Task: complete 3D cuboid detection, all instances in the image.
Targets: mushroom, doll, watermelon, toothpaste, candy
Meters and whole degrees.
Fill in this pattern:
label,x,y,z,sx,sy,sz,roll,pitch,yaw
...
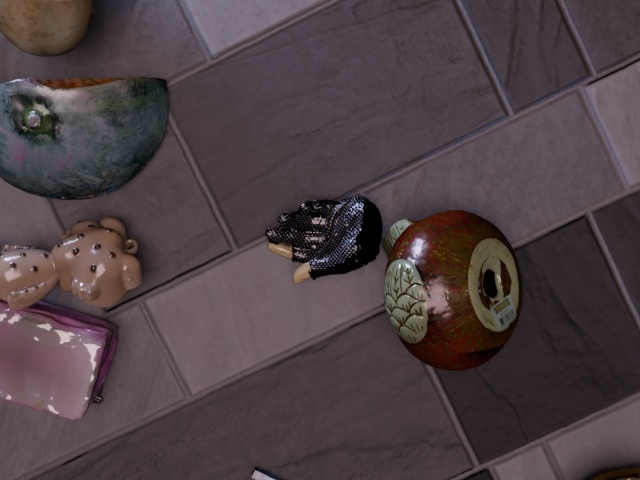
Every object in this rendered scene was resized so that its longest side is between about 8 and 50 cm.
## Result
label,x,y,z,sx,sy,sz,roll,pitch,yaw
mushroom,-0.409,-0.387,1.356,0.195,0.189,0.254,-3,64,-26
doll,-0.422,0.043,1.396,0.278,0.154,0.119,-8,138,-8
watermelon,-0.397,-0.155,1.378,0.321,0.175,0.188,-11,94,4
toothpaste,-0.076,0.406,1.496,0.083,0.020,0.017,26,91,-1
candy,-0.473,0.177,1.443,0.265,0.116,0.156,17,98,2

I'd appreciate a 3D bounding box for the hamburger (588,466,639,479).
label,x,y,z,sx,sy,sz,roll,pitch,yaw
hamburger,0.501,0.477,1.412,0.244,0.163,0.244,0,96,0

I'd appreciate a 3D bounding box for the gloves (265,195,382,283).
label,x,y,z,sx,sy,sz,roll,pitch,yaw
gloves,0.001,-0.002,1.430,0.180,0.106,0.129,-5,94,31

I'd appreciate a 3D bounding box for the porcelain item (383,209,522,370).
label,x,y,z,sx,sy,sz,roll,pitch,yaw
porcelain item,0.181,0.079,1.384,0.252,0.253,0.253,0,95,2
